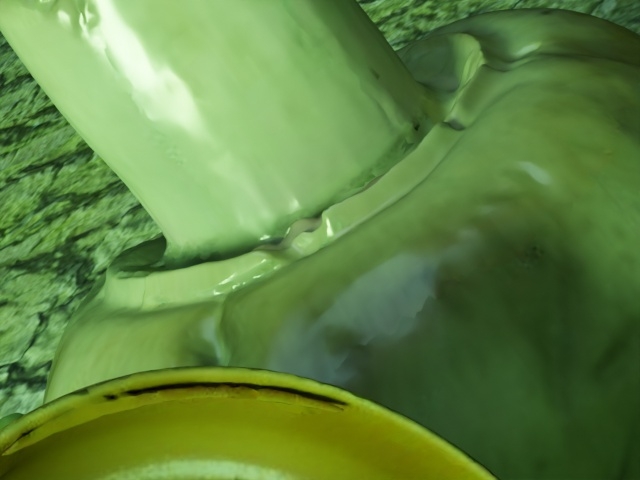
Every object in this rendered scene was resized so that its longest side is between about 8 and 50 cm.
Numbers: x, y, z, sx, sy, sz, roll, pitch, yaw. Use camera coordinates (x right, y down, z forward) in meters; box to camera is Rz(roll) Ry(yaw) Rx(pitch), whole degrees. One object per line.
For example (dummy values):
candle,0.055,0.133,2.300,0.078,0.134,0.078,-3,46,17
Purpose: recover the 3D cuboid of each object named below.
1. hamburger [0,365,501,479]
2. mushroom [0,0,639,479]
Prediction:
hamburger,-0.043,0.187,0.505,0.274,0.274,0.212,-56,2,-34
mushroom,0.021,0.021,0.771,0.353,0.353,0.325,-30,-16,17
